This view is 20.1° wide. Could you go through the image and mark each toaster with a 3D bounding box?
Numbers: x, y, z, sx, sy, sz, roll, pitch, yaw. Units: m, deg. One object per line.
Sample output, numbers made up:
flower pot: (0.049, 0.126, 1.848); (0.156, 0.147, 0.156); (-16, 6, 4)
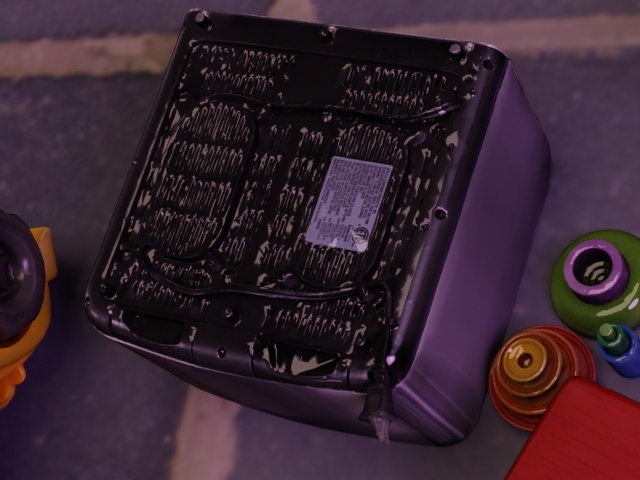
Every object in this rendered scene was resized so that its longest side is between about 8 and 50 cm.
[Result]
toaster: (0.000, 0.000, 0.811); (0.168, 0.110, 0.186); (10, 72, 29)

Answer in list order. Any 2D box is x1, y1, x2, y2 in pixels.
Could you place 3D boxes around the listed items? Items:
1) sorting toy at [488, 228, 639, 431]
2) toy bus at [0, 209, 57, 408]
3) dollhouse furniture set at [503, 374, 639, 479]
sorting toy: (0.111, 0.036, 0.784); (0.061, 0.042, 0.102); (25, 80, 31)
toy bus: (-0.210, 0.102, 0.842); (0.149, 0.220, 0.211); (-15, 93, 32)
dollhouse furniture set: (0.257, 0.090, 0.604); (0.374, 0.152, 0.201); (24, 70, 30)
